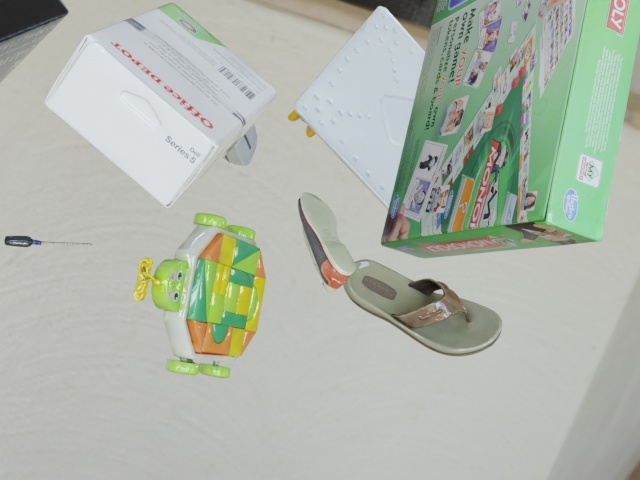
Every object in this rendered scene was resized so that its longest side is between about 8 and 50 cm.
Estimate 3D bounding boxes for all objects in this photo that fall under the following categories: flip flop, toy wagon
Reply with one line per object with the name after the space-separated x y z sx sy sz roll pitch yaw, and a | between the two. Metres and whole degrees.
0.171 0.102 1.523 0.277 0.080 0.112 27 58 6 | flip flop
-0.193 0.092 1.527 0.068 0.267 0.344 7 -7 21 | toy wagon

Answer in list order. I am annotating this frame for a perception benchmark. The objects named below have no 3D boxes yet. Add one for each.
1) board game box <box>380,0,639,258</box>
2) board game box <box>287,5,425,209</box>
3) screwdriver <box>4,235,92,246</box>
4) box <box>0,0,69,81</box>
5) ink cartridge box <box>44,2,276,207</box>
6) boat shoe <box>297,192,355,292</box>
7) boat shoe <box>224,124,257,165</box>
0.142 -0.149 0.655 0.046 0.317 0.213 18 -10 -22 | board game box
0.159 -0.233 1.871 0.390 0.050 0.390 46 51 -13 | board game box
-0.542 0.008 1.824 0.169 0.025 0.024 8 -12 -12 | screwdriver
-0.745 -0.287 1.432 0.297 0.471 0.480 54 36 -10 | box
-0.194 -0.185 1.180 0.198 0.115 0.273 40 26 -5 | ink cartridge box
0.000 0.000 1.126 0.049 0.043 0.137 2 49 -37 | boat shoe
-0.202 -0.229 1.641 0.119 0.121 0.335 10 -23 10 | boat shoe
